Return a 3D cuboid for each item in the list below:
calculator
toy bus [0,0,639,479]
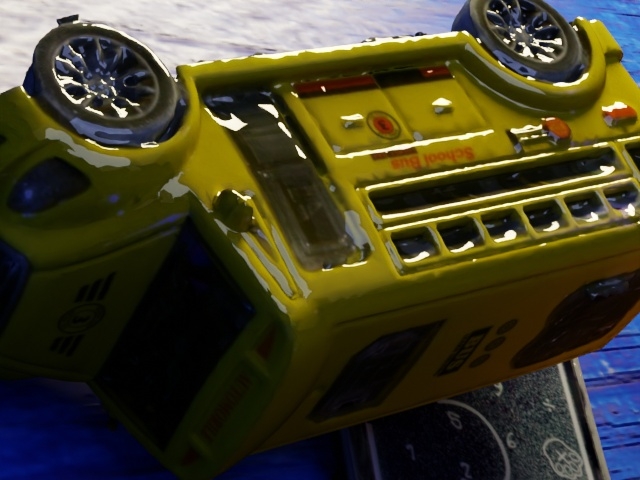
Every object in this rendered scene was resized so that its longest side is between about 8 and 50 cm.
[{"bbox_3d":[0.066,0.054,0.897,0.166,0.028,0.274,19,40,-27],"label":"calculator"},{"bbox_3d":[0.000,0.000,0.767,0.330,0.144,0.152,-12,60,-38],"label":"toy bus"}]
